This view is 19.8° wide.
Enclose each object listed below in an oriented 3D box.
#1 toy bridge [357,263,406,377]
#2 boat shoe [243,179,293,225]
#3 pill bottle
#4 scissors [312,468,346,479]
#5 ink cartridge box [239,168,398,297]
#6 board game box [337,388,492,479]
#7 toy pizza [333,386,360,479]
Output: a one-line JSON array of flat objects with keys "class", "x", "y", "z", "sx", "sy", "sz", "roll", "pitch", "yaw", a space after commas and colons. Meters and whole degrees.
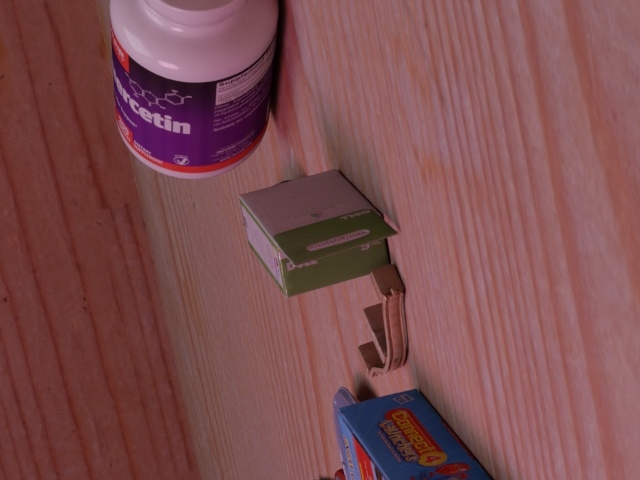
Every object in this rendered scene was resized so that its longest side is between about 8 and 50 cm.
[{"class": "toy bridge", "x": 0.064, "y": 0.093, "z": 1.823, "sx": 0.188, "sy": 0.026, "sz": 0.063, "roll": 97, "pitch": 153, "yaw": -61}, {"class": "boat shoe", "x": -0.042, "y": -0.030, "z": 2.143, "sx": 0.065, "sy": 0.075, "sz": 0.206, "roll": -62, "pitch": 3, "yaw": -6}, {"class": "pill bottle", "x": -0.139, "y": -0.213, "z": 2.015, "sx": 0.323, "sy": 0.181, "sz": 0.181, "roll": 98, "pitch": 154, "yaw": -63}, {"class": "scissors", "x": 0.021, "y": 0.313, "z": 2.336, "sx": 0.297, "sy": 0.021, "sz": 0.109, "roll": -137, "pitch": 32, "yaw": -71}, {"class": "ink cartridge box", "x": 0.000, "y": 0.000, "z": 1.803, "sx": 0.209, "sy": 0.109, "sz": 0.062, "roll": -131, "pitch": 28, "yaw": -64}, {"class": "board game box", "x": 0.121, "y": 0.339, "z": 1.714, "sx": 0.302, "sy": 0.086, "sz": 0.308, "roll": -130, "pitch": 27, "yaw": -65}, {"class": "toy pizza", "x": 0.058, "y": 0.258, "z": 2.046, "sx": 0.201, "sy": 0.032, "sz": 0.201, "roll": 165, "pitch": 90, "yaw": -80}]
